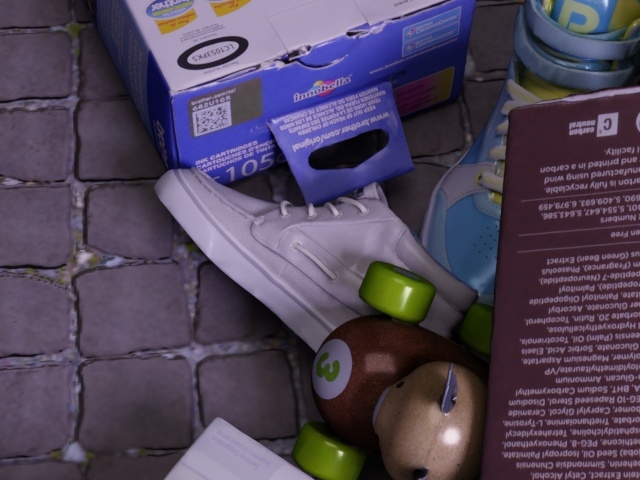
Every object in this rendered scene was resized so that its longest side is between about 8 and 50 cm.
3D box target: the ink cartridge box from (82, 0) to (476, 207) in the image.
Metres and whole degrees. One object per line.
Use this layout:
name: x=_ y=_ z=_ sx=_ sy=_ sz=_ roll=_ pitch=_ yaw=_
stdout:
ink cartridge box: x=-0.050 y=-0.214 z=1.352 sx=0.270 sy=0.151 sz=0.395 roll=-21 pitch=59 yaw=-14

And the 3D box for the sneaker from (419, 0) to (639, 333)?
sneaker: x=0.169 y=-0.093 z=1.247 sx=0.127 sy=0.208 sz=0.319 roll=21 pitch=60 yaw=11

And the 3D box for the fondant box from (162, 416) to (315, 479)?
fondant box: x=-0.069 y=0.313 z=1.046 sx=0.238 sy=0.096 sz=0.330 roll=31 pitch=63 yaw=17

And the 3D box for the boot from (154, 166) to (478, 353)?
boot: x=0.000 y=0.000 z=1.226 sx=0.258 sy=0.095 sz=0.123 roll=41 pitch=97 yaw=14

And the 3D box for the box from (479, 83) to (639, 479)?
box: x=0.206 y=0.111 z=1.061 sx=0.143 sy=0.191 sz=0.381 roll=-7 pitch=66 yaw=31

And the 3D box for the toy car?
toy car: x=0.060 y=0.115 z=1.071 sx=0.149 sy=0.188 sz=0.155 roll=23 pitch=97 yaw=2
